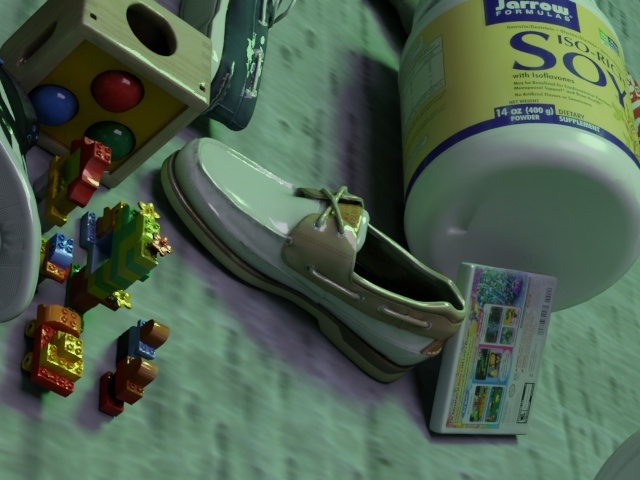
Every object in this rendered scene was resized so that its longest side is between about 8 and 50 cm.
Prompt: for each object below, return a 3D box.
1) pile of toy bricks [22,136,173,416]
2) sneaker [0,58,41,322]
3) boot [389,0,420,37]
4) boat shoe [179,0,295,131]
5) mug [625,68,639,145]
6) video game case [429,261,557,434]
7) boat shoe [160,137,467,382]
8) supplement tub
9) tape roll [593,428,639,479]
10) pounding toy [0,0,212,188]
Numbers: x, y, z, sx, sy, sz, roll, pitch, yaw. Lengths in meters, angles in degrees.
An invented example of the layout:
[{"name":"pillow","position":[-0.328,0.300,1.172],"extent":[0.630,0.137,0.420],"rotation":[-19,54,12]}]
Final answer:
[{"name":"pile of toy bricks","position":[-0.152,0.019,1.255],"extent":[0.118,0.105,0.212],"rotation":[30,38,-32]},{"name":"sneaker","position":[-0.235,-0.047,1.241],"extent":[0.121,0.079,0.217],"rotation":[8,67,-77]},{"name":"boot","position":[0.145,-0.292,1.975],"extent":[0.161,0.083,0.246],"rotation":[54,30,12]},{"name":"boat shoe","position":[-0.078,-0.207,1.581],"extent":[0.079,0.095,0.254],"rotation":[34,38,-25]},{"name":"mug","position":[0.372,-0.161,2.111],"extent":[0.169,0.113,0.150],"rotation":[40,35,-26]},{"name":"video game case","position":[0.163,0.104,1.576],"extent":[0.143,0.019,0.157],"rotation":[8,93,-48]},{"name":"boat shoe","position":[0.000,0.000,1.472],"extent":[0.302,0.103,0.113],"rotation":[37,35,-23]},{"name":"supplement tub","position":[0.200,-0.116,1.716],"extent":[0.241,0.241,0.331],"rotation":[33,37,-29]},{"name":"tape roll","position":[0.374,0.294,1.540],"extent":[0.169,0.246,0.246],"rotation":[26,40,-35]},{"name":"pounding toy","position":[-0.186,-0.159,1.313],"extent":[0.206,0.181,0.094],"rotation":[32,38,-30]}]
